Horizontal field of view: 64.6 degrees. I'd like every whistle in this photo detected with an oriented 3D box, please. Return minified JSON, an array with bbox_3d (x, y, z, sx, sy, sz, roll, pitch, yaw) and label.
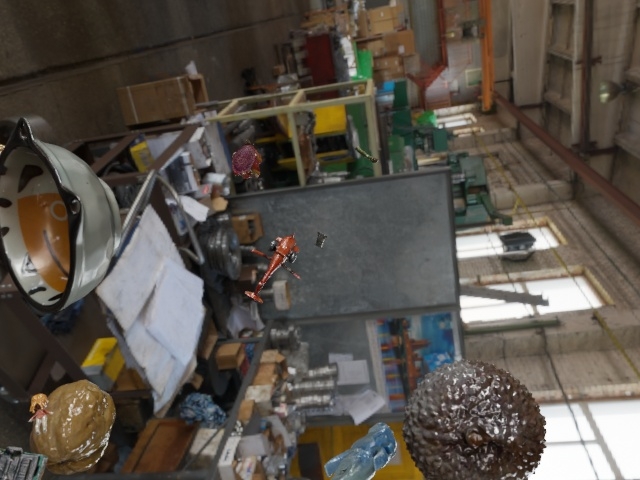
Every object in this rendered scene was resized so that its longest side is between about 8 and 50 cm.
[{"bbox_3d":[0.109,0.538,1.252,0.269,0.180,0.093,-13,78,-52],"label":"whistle"}]

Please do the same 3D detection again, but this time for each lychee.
[{"bbox_3d":[0.319,0.393,1.083,0.300,0.299,0.300,-7,90,-80],"label":"lychee"}]

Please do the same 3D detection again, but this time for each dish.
[{"bbox_3d":[-0.414,-0.032,0.822,0.120,0.302,0.303,-14,99,-51],"label":"dish"}]

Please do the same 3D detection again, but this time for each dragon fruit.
[{"bbox_3d":[-0.246,-0.263,1.723,0.068,0.112,0.126,33,25,-56],"label":"dragon fruit"}]

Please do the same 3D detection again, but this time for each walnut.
[{"bbox_3d":[-0.946,0.705,1.949,0.344,0.305,0.306,-112,-174,-51],"label":"walnut"}]

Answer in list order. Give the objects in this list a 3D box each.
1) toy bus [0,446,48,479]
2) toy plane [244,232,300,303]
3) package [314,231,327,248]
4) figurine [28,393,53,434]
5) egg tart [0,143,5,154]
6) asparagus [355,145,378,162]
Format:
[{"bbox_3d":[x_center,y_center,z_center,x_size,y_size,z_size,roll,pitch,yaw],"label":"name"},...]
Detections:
[{"bbox_3d":[-0.780,0.521,1.181,0.109,0.261,0.091,113,-11,-64],"label":"toy bus"},{"bbox_3d":[-0.110,0.049,1.131,0.194,0.126,0.077,-31,157,-45],"label":"toy plane"},{"bbox_3d":[0.000,0.000,1.733,0.015,0.037,0.110,-58,174,-22],"label":"package"},{"bbox_3d":[-0.753,0.465,1.361,0.047,0.064,0.109,98,-27,-51],"label":"figurine"},{"bbox_3d":[-0.880,-0.207,1.365,0.130,0.130,0.052,-87,-158,-44],"label":"egg tart"},{"bbox_3d":[0.111,-0.205,1.217,0.114,0.014,0.015,-130,-157,-54],"label":"asparagus"}]
